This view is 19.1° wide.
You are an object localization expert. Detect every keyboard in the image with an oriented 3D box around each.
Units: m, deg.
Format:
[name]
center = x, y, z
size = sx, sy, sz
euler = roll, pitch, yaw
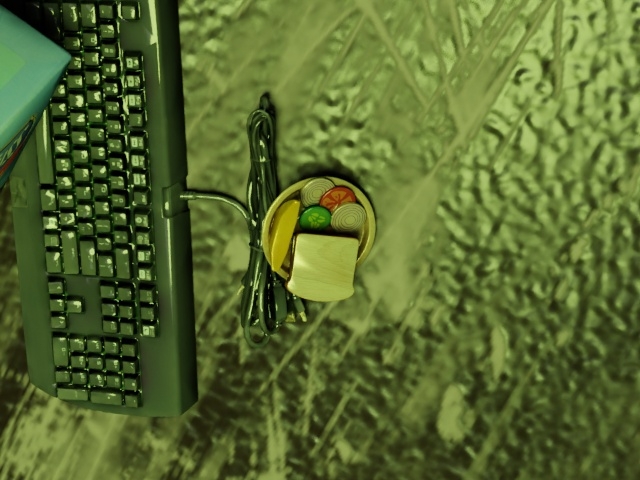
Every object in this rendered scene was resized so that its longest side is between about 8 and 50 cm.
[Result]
[keyboard]
center = -0.112, -0.028, 1.268
size = 0.201, 0.033, 0.317
euler = 2, 111, 10

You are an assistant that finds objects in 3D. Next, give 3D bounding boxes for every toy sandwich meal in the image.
[toy sandwich meal]
center = 0.000, 0.000, 1.243
size = 0.085, 0.029, 0.085
euler = -5, 112, -13

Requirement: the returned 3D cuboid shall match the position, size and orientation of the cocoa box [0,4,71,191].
[cocoa box]
center = -0.376, -0.086, 1.160
size = 0.347, 0.231, 0.228
euler = 35, 132, -2
